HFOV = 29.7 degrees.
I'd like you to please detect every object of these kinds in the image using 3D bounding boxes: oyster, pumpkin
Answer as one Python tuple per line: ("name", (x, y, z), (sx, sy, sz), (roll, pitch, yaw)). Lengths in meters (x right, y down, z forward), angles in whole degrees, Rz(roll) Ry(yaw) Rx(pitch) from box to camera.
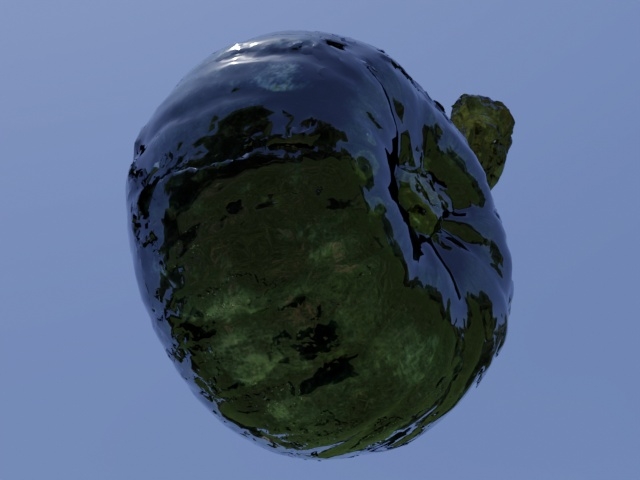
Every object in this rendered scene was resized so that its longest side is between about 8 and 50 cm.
("oyster", (0.116, -0.066, 0.897), (0.054, 0.019, 0.083), (12, -78, -7))
("pumpkin", (0.000, 0.000, 0.649), (0.163, 0.233, 0.233), (-23, -44, 30))
